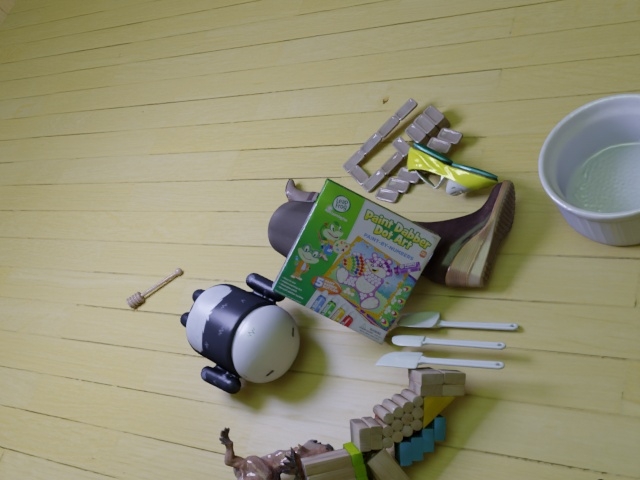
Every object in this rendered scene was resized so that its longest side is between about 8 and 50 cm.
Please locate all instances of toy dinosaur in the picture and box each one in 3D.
[{"bbox_3d":[-0.118,0.483,1.401,0.200,0.127,0.295,18,75,31],"label":"toy dinosaur"}]

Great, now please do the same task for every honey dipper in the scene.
[{"bbox_3d":[-0.416,0.118,1.896,0.161,0.030,0.030,-32,48,2],"label":"honey dipper"}]

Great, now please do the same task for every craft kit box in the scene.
[{"bbox_3d":[0.069,0.042,1.478,0.246,0.250,0.061,-63,5,6],"label":"craft kit box"}]

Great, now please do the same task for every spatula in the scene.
[{"bbox_3d":[0.240,0.187,1.411,0.242,0.019,0.168,-2,27,30],"label":"spatula"}]

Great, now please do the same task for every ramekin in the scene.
[{"bbox_3d":[0.560,-0.124,1.397,0.277,0.135,0.277,-16,51,21],"label":"ramekin"}]

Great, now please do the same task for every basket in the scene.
[{"bbox_3d":[0.000,0.000,1.637,0.154,0.204,0.227,-20,26,-34],"label":"basket"}]

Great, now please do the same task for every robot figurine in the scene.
[{"bbox_3d":[-0.170,0.194,1.599,0.278,0.209,0.174,19,28,39],"label":"robot figurine"}]

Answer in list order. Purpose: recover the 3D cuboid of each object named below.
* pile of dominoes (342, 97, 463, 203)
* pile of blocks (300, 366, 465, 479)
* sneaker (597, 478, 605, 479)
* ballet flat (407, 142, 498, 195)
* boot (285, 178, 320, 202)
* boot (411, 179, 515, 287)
[{"bbox_3d":[0.196,-0.201,1.752,0.251,0.040,0.196,-45,51,7],"label":"pile of dominoes"},{"bbox_3d":[0.119,0.363,1.365,0.362,0.149,0.112,-36,4,-8],"label":"pile of blocks"},{"bbox_3d":[0.447,0.439,1.106,0.228,0.087,0.130,28,82,46],"label":"sneaker"},{"bbox_3d":[0.276,-0.140,1.610,0.231,0.077,0.077,30,107,39],"label":"ballet flat"},{"bbox_3d":[-0.042,-0.105,1.817,0.087,0.042,0.118,-8,56,19],"label":"boot"},{"bbox_3d":[0.271,-0.027,1.533,0.207,0.090,0.248,13,70,34],"label":"boot"}]
